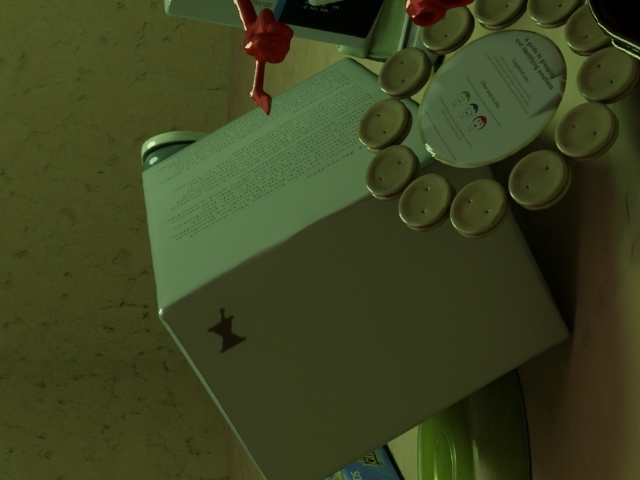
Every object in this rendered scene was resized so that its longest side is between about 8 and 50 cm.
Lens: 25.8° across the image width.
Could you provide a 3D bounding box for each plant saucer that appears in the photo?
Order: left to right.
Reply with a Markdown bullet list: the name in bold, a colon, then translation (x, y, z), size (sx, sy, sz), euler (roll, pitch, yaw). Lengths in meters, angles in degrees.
- **plant saucer**: translation (0.114, 0.182, 1.108), size (0.241, 0.037, 0.241), euler (180, 90, -82)

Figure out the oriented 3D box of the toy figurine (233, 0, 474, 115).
- **toy figurine**: translation (0.019, -0.228, 0.579), size (0.362, 0.217, 0.191), euler (-23, 59, 33)

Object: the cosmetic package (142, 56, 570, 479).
- **cosmetic package**: translation (0.000, 0.000, 1.098), size (0.161, 0.230, 0.453), euler (61, 180, -16)

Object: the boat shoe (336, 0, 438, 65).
- **boat shoe**: translation (0.071, -0.282, 1.198), size (0.109, 0.094, 0.302), euler (-104, 16, -57)

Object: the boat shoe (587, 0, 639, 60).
- **boat shoe**: translation (0.173, -0.090, 0.539), size (0.257, 0.095, 0.095), euler (-139, 50, -78)

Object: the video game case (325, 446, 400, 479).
- **video game case**: translation (0.040, 0.337, 1.499), size (0.269, 0.061, 0.244), euler (-121, 31, -73)

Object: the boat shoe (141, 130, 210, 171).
- **boat shoe**: translation (-0.072, 0.005, 1.403), size (0.319, 0.116, 0.099), euler (47, -144, -47)

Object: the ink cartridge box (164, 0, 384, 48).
- **ink cartridge box**: translation (-0.050, -0.303, 1.155), size (0.065, 0.165, 0.333), euler (115, 154, -45)

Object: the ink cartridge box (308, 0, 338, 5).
- **ink cartridge box**: translation (0.031, -0.391, 0.916), size (0.285, 0.166, 0.395), euler (96, 163, -85)

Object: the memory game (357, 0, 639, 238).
- **memory game**: translation (0.103, -0.084, 0.838), size (0.012, 0.186, 0.186), euler (42, -148, -44)
